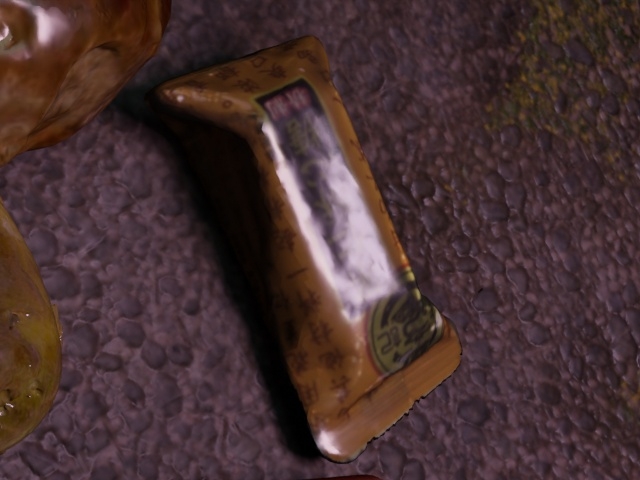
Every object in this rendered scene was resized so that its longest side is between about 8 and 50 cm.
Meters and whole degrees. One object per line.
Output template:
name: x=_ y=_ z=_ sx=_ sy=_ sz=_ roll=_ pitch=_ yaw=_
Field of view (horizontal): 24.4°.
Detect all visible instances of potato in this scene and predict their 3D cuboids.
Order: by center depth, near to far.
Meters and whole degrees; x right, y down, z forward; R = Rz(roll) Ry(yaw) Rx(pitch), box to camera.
potato: x=-0.222 y=0.029 z=0.826 sx=0.164 sy=0.081 sz=0.200 roll=-33 pitch=89 yaw=-36

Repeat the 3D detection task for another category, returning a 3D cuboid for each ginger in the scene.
ginger: x=-0.232 y=-0.161 z=0.851 sx=0.358 sy=0.152 sz=0.274 roll=1 pitch=43 yaw=-36

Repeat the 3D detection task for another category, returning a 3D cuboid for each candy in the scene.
candy: x=0.000 y=0.000 z=0.971 sx=0.143 sy=0.101 sz=0.271 roll=-27 pitch=94 yaw=-31

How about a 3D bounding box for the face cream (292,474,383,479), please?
face cream: x=-0.055 y=0.191 z=0.861 sx=0.214 sy=0.096 sz=0.095 roll=0 pitch=72 yaw=-33
